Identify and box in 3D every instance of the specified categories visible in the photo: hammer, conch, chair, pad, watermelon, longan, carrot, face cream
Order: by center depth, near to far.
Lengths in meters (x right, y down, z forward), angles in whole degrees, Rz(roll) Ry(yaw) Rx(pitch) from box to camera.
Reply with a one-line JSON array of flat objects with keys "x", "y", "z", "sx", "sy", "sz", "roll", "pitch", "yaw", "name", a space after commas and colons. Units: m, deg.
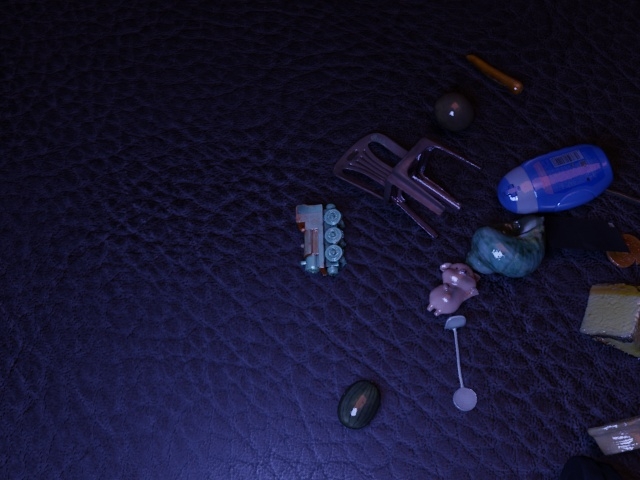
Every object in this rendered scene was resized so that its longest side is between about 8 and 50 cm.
[{"x": 0.081, "y": 0.338, "z": 1.322, "sx": 0.078, "sy": 0.078, "sz": 0.110, "roll": 31, "pitch": 69, "yaw": 15, "name": "watermelon"}, {"x": 0.424, "y": 0.014, "z": 1.451, "sx": 0.188, "sy": 0.121, "sz": 0.175, "roll": -5, "pitch": 37, "yaw": -1, "name": "conch"}, {"x": 0.613, "y": -0.016, "z": 1.488, "sx": 0.193, "sy": 0.004, "sz": 0.116, "roll": 4, "pitch": 41, "yaw": -6, "name": "pad"}, {"x": 0.191, "y": -0.170, "z": 1.510, "sx": 0.326, "sy": 0.183, "sz": 0.175, "roll": 36, "pitch": 69, "yaw": 16, "name": "chair"}, {"x": 0.556, "y": -0.140, "z": 1.532, "sx": 0.264, "sy": 0.083, "sz": 0.149, "roll": -17, "pitch": 72, "yaw": 1, "name": "face cream"}, {"x": 0.670, "y": -0.134, "z": 1.573, "sx": 0.292, "sy": 0.029, "sz": 0.058, "roll": 21, "pitch": 64, "yaw": 13, "name": "hammer"}, {"x": 0.347, "y": -0.331, "z": 1.638, "sx": 0.106, "sy": 0.106, "sz": 0.119, "roll": 49, "pitch": 32, "yaw": 21, "name": "longan"}, {"x": 0.466, "y": -0.453, "z": 1.724, "sx": 0.190, "sy": 0.037, "sz": 0.037, "roll": 41, "pitch": 71, "yaw": 20, "name": "carrot"}]

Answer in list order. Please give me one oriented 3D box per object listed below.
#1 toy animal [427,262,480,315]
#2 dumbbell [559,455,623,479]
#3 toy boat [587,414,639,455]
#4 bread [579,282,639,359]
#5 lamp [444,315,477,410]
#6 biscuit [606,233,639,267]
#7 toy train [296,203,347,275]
[{"x": 0.294, "y": 0.107, "z": 1.435, "sx": 0.083, "sy": 0.089, "sz": 0.150, "roll": 48, "pitch": 67, "yaw": -12, "name": "toy animal"}, {"x": 0.602, "y": 0.510, "z": 1.169, "sx": 0.389, "sy": 0.185, "sz": 0.185, "roll": 7, "pitch": 64, "yaw": 5, "name": "dumbbell"}, {"x": 0.629, "y": 0.382, "z": 1.270, "sx": 0.188, "sy": 0.116, "sz": 0.061, "roll": -12, "pitch": 71, "yaw": -6, "name": "toy boat"}, {"x": 0.661, "y": 0.168, "z": 1.404, "sx": 0.152, "sy": 0.127, "sz": 0.147, "roll": 9, "pitch": 61, "yaw": 43, "name": "bread"}, {"x": 0.302, "y": 0.263, "z": 1.371, "sx": 0.050, "sy": 0.056, "sz": 0.198, "roll": -3, "pitch": 67, "yaw": -4, "name": "lamp"}, {"x": 0.717, "y": 0.027, "z": 1.496, "sx": 0.091, "sy": 0.015, "sz": 0.078, "roll": -39, "pitch": 71, "yaw": -16, "name": "biscuit"}, {"x": 0.000, "y": 0.000, "z": 1.496, "sx": 0.119, "sy": 0.074, "sz": 0.175, "roll": -4, "pitch": 68, "yaw": 10, "name": "toy train"}]
